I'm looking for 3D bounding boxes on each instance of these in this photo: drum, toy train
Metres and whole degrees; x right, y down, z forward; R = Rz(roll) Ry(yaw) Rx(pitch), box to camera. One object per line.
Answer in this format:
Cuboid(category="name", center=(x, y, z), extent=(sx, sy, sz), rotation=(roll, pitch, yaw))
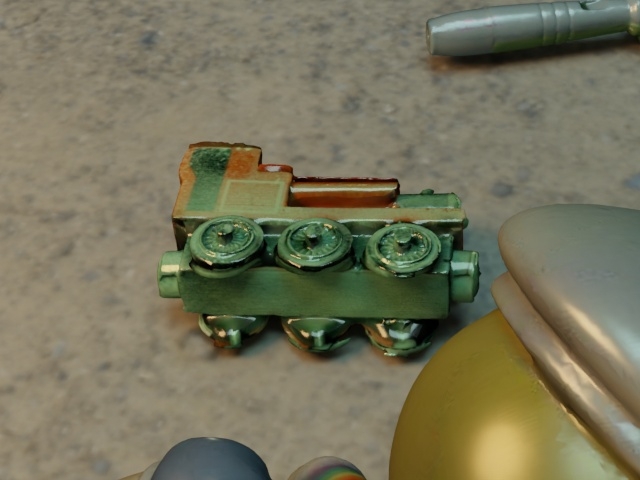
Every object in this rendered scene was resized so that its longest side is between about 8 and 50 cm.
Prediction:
Cuboid(category="drum", center=(0.202, -0.166, 0.864), extent=(0.253, 0.049, 0.130), rotation=(4, 45, 8))
Cuboid(category="toy train", center=(0.000, 0.000, 0.695), extent=(0.176, 0.074, 0.118), rotation=(0, 41, 7))

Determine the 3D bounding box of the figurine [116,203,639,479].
Cuboid(category="figurine", center=(0.044, 0.118, 0.484), extent=(0.381, 0.205, 0.224), rotation=(-22, 40, -6))
